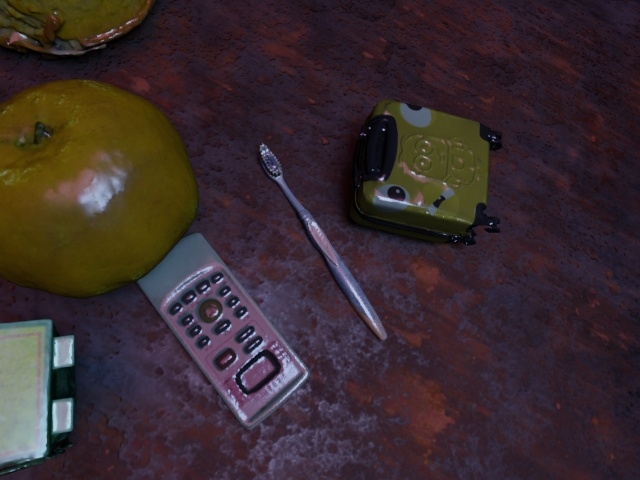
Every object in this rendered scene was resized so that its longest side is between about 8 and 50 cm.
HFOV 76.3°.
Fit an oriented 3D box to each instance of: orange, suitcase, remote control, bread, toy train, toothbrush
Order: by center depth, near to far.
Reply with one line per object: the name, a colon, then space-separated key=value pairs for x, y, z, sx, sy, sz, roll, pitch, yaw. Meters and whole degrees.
toy train: x=-0.364 y=0.171 z=0.430 sx=0.188 sy=0.271 sz=0.159 roll=-1 pitch=69 yaw=-28
orange: x=-0.300 y=-0.062 z=0.526 sx=0.278 sy=0.235 sz=0.279 roll=-1 pitch=63 yaw=3
remote control: x=-0.145 y=0.123 z=0.596 sx=0.123 sy=0.038 sz=0.285 roll=-36 pitch=82 yaw=-17
bread: x=-0.437 y=-0.485 z=0.646 sx=0.336 sy=0.204 sz=0.359 roll=10 pitch=73 yaw=-2
suitcase: x=0.161 y=-0.101 z=0.664 sx=0.234 sy=0.143 sz=0.194 roll=12 pitch=72 yaw=-7
toothbrush: x=0.000 y=0.000 z=0.665 sx=0.028 sy=0.037 sz=0.375 roll=-31 pitch=83 yaw=-14
